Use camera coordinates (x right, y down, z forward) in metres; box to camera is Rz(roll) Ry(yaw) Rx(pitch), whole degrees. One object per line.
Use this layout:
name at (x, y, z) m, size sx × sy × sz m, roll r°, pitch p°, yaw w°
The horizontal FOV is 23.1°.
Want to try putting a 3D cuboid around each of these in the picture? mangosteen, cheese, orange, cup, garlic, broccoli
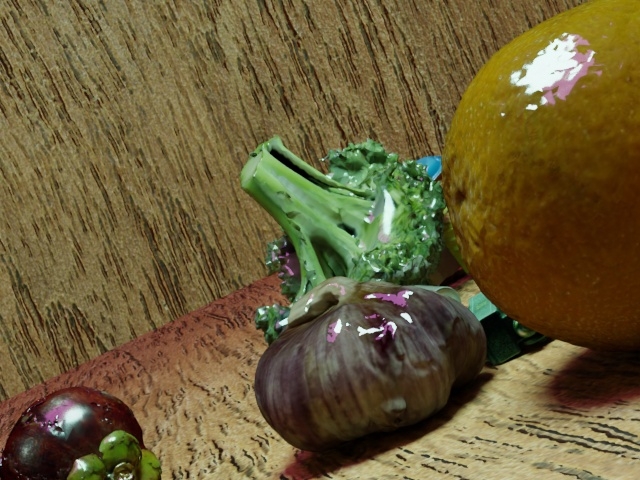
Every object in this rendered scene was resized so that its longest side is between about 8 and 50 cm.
mangosteen at (-0.261, 0.248, 1.737) m, size 0.166 × 0.166 × 0.180 m, roll -28°, pitch 31°, yaw -34°
cheese at (0.100, -0.051, 2.376) m, size 0.256 × 0.037 × 0.106 m, roll -40°, pitch 15°, yaw 6°
orange at (0.292, -0.062, 1.406) m, size 0.357 × 0.322 × 0.322 m, roll -14°, pitch 4°, yaw -5°
cup at (0.135, 0.088, 2.027) m, size 0.075 × 0.054 × 0.083 m, roll -25°, pitch 7°, yaw -22°
garlic at (0.046, 0.111, 1.583) m, size 0.245 × 0.160 × 0.245 m, roll -16°, pitch 0°, yaw 0°
broccoli at (0.006, 0.015, 2.190) m, size 0.375 × 0.302 × 0.249 m, roll -60°, pitch -5°, yaw -31°

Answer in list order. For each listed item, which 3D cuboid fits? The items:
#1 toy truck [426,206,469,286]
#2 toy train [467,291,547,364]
toy truck at (0.178, 0.005, 2.330) m, size 0.272 × 0.124 × 0.157 m, roll -24°, pitch 19°, yaw 42°
toy train at (0.201, 0.083, 1.694) m, size 0.099 × 0.070 × 0.172 m, roll -31°, pitch 5°, yaw 10°
